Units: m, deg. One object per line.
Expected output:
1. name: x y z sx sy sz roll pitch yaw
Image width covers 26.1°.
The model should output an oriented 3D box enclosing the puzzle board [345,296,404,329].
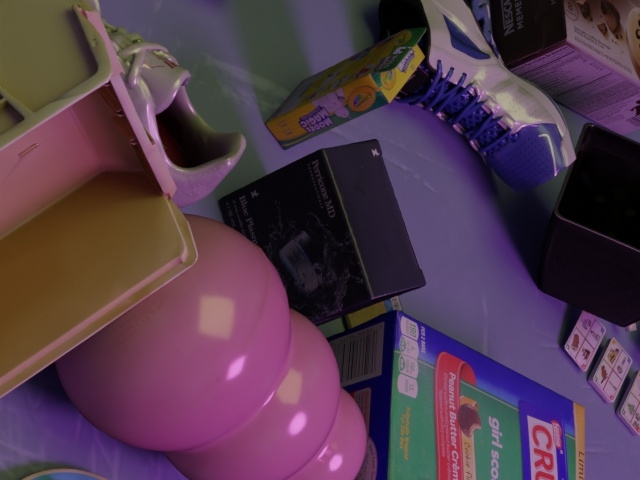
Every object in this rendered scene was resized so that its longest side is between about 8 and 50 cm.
1. puzzle board: 0.051 0.057 1.523 0.096 0.011 0.128 -8 79 -50

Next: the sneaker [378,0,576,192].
1. sneaker: 0.158 -0.185 1.677 0.182 0.127 0.315 -31 89 -46

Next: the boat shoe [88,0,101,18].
1. boat shoe: -0.254 -0.097 1.159 0.096 0.088 0.267 13 98 -16

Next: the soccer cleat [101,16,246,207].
1. soccer cleat: -0.202 -0.163 1.248 0.331 0.143 0.116 44 46 -24

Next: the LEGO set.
1. LEGO set: 0.410 0.115 1.871 0.182 0.060 0.244 47 56 -22

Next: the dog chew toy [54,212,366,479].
1. dog chew toy: -0.079 0.127 1.219 0.332 0.206 0.206 47 44 -34

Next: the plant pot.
1. plant pot: 0.374 -0.005 1.750 0.187 0.167 0.188 24 49 4

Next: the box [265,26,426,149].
1. box: 0.035 -0.165 1.477 0.043 0.179 0.105 53 43 -16

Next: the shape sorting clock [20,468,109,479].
1. shape sorting clock: -0.187 0.281 1.119 0.206 0.040 0.206 35 37 -32

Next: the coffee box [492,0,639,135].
1. coffee box: 0.380 -0.283 1.948 0.297 0.119 0.168 20 60 -41

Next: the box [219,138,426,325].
1. box: 0.000 0.000 1.381 0.093 0.158 0.156 -12 81 -49

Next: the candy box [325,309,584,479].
1. candy box: 0.141 0.259 1.442 0.317 0.122 0.268 29 53 -37

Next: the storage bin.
1. storage bin: -0.234 -0.021 0.979 0.123 0.260 0.262 51 -11 27
